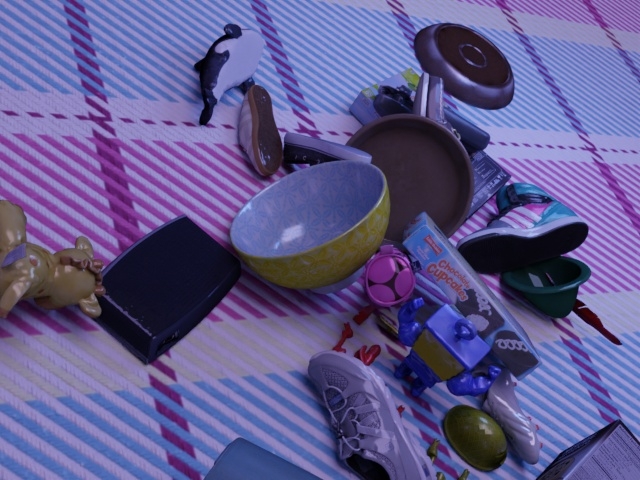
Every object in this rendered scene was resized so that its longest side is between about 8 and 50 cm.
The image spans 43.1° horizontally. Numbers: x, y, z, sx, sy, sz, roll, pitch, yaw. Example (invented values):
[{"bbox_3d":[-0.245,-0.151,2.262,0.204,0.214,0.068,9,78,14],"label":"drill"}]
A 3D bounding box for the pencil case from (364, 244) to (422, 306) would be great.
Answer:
[{"bbox_3d":[0.122,0.055,1.379,0.095,0.209,0.098,-14,89,4],"label":"pencil case"}]

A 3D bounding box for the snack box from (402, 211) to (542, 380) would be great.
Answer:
[{"bbox_3d":[0.273,0.095,1.490,0.322,0.060,0.187,50,10,-3],"label":"snack box"}]

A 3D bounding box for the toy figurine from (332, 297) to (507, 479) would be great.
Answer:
[{"bbox_3d":[0.202,0.222,1.341,0.362,0.217,0.191,47,46,12],"label":"toy figurine"}]

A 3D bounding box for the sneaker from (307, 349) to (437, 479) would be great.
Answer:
[{"bbox_3d":[0.066,0.297,1.277,0.115,0.105,0.281,-26,71,-42],"label":"sneaker"}]

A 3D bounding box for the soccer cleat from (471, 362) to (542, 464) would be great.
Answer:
[{"bbox_3d":[0.333,0.313,1.457,0.076,0.068,0.196,-6,56,-17],"label":"soccer cleat"}]

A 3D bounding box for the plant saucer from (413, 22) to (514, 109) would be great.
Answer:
[{"bbox_3d":[0.394,-0.476,2.145,0.311,0.050,0.310,17,47,-19],"label":"plant saucer"}]

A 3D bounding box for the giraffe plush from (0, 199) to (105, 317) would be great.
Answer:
[{"bbox_3d":[-0.406,0.044,1.173,0.170,0.210,0.181,17,77,-47],"label":"giraffe plush"}]

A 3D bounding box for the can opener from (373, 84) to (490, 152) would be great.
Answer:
[{"bbox_3d":[0.240,-0.262,1.781,0.280,0.074,0.093,24,84,-15],"label":"can opener"}]

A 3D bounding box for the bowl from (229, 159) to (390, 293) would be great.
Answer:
[{"bbox_3d":[0.000,0.000,1.424,0.289,0.290,0.156,-59,136,-45],"label":"bowl"}]

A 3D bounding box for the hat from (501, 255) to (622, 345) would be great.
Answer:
[{"bbox_3d":[0.492,0.148,1.706,0.173,0.183,0.208,-26,26,-32],"label":"hat"}]

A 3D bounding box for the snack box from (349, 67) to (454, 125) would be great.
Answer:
[{"bbox_3d":[0.196,-0.292,1.860,0.174,0.070,0.207,47,48,10],"label":"snack box"}]

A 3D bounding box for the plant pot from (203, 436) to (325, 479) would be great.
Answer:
[{"bbox_3d":[-0.030,0.434,0.977,0.334,0.341,0.341,30,44,6],"label":"plant pot"}]

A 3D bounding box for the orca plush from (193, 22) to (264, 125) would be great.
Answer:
[{"bbox_3d":[-0.212,-0.345,1.678,0.151,0.102,0.287,58,37,-46],"label":"orca plush"}]

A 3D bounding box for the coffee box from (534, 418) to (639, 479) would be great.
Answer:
[{"bbox_3d":[0.410,0.436,1.323,0.297,0.168,0.119,-25,70,-42],"label":"coffee box"}]

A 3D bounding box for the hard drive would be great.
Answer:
[{"bbox_3d":[-0.251,0.065,1.316,0.172,0.054,0.254,40,45,5],"label":"hard drive"}]

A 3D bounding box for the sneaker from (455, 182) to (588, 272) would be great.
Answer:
[{"bbox_3d":[0.402,-0.039,1.743,0.296,0.123,0.178,-10,39,-14],"label":"sneaker"}]

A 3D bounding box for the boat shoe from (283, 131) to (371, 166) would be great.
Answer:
[{"bbox_3d":[0.005,-0.154,1.564,0.229,0.076,0.080,21,13,41],"label":"boat shoe"}]

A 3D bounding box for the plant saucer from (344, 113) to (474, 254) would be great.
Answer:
[{"bbox_3d":[0.163,-0.110,1.600,0.278,0.278,0.041,37,3,1],"label":"plant saucer"}]

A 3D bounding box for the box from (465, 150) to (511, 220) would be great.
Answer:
[{"bbox_3d":[0.300,-0.143,1.809,0.183,0.056,0.231,43,46,9],"label":"box"}]

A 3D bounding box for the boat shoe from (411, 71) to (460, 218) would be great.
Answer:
[{"bbox_3d":[0.236,-0.183,1.670,0.097,0.116,0.324,3,86,0],"label":"boat shoe"}]

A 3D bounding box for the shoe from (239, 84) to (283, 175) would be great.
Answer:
[{"bbox_3d":[-0.124,-0.213,1.625,0.077,0.058,0.219,23,47,-40],"label":"shoe"}]
